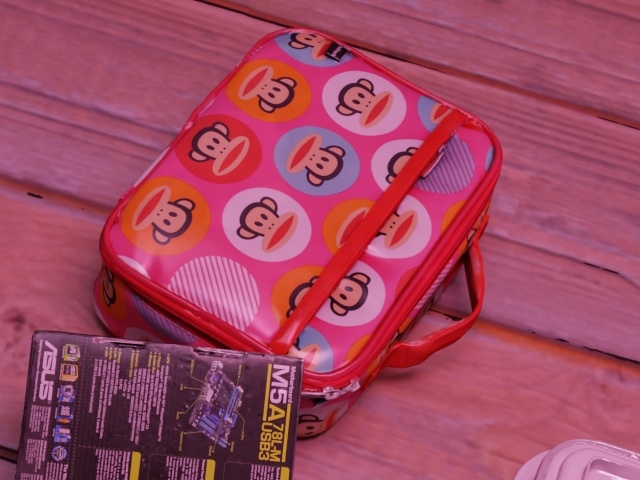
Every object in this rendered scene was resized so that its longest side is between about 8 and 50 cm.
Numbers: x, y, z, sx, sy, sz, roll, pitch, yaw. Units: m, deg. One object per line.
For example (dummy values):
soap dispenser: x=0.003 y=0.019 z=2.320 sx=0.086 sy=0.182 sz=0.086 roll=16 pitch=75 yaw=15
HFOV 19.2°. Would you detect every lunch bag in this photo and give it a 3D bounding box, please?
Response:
lunch bag: x=0.000 y=0.000 z=1.408 sx=0.258 sy=0.120 sz=0.293 roll=31 pitch=56 yaw=10

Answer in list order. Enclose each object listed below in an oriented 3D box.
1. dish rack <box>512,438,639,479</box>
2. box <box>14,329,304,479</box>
dish rack: x=0.268 y=0.276 z=1.261 sx=0.333 sy=0.072 sz=0.285 roll=18 pitch=53 yaw=7
box: x=-0.110 y=0.162 z=1.254 sx=0.184 sy=0.045 sz=0.190 roll=6 pitch=84 yaw=-5
